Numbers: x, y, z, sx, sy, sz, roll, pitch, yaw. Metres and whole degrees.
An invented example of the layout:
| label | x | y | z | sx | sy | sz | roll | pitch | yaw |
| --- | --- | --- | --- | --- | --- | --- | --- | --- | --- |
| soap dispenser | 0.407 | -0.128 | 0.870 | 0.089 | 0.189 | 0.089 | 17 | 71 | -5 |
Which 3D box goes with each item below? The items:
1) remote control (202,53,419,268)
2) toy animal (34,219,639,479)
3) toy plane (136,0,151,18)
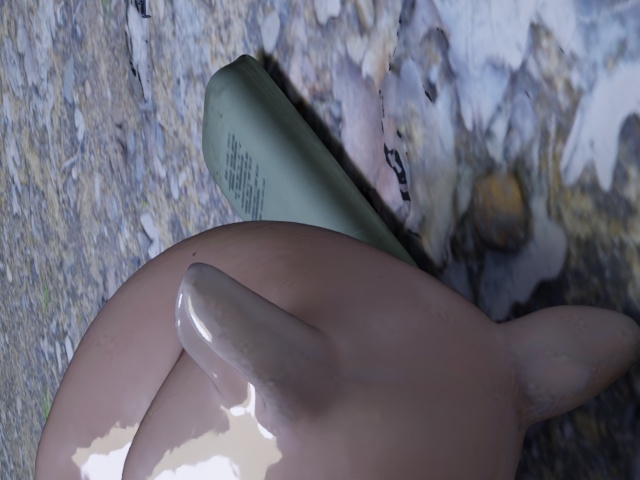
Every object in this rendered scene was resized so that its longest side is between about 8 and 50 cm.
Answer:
| label | x | y | z | sx | sy | sz | roll | pitch | yaw |
| --- | --- | --- | --- | --- | --- | --- | --- | --- | --- |
| remote control | 0.001 | -0.001 | 0.873 | 0.309 | 0.038 | 0.090 | -127 | 34 | -46 |
| toy animal | -0.023 | 0.098 | 0.683 | 0.256 | 0.195 | 0.212 | 15 | 99 | 60 |
| toy plane | -0.129 | -0.196 | 1.113 | 0.083 | 0.031 | 0.078 | 176 | 99 | -66 |
